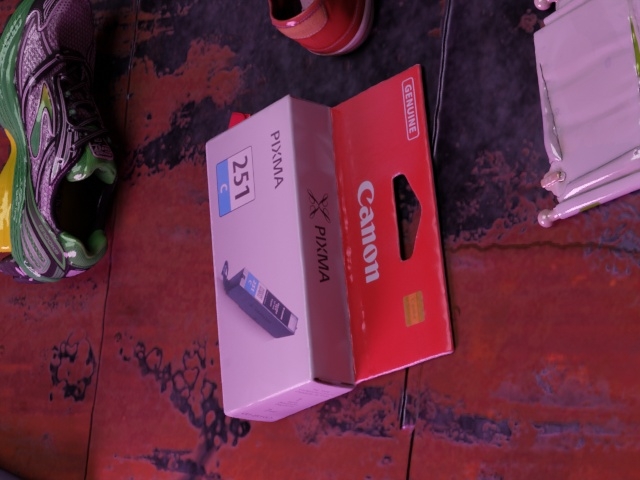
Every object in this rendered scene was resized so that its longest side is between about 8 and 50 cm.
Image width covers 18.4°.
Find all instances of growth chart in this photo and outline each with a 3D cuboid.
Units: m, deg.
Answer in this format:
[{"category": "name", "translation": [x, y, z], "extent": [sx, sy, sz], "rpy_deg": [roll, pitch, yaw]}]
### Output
[{"category": "growth chart", "translation": [0.247, -0.142, 1.698], "extent": [0.172, 0.021, 0.237], "rpy_deg": [-16, 68, 44]}]

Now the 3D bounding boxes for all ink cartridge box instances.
[{"category": "ink cartridge box", "translation": [0.000, 0.000, 1.905], "extent": [0.261, 0.066, 0.296], "rpy_deg": [-25, 62, 43]}]

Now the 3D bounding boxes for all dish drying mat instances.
[{"category": "dish drying mat", "translation": [-0.092, -0.093, 2.074], "extent": [0.032, 0.008, 0.083], "rpy_deg": [9, 87, 50]}]

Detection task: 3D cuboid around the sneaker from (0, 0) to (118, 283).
[{"category": "sneaker", "translation": [-0.279, -0.124, 2.221], "extent": [0.146, 0.134, 0.343], "rpy_deg": [-3, 87, 41]}]

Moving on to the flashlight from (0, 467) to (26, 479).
[{"category": "flashlight", "translation": [-0.387, 0.297, 2.232], "extent": [0.304, 0.103, 0.103], "rpy_deg": [17, 92, 50]}]

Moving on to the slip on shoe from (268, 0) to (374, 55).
[{"category": "slip on shoe", "translation": [-0.021, -0.348, 1.956], "extent": [0.123, 0.101, 0.331], "rpy_deg": [-15, 77, 33]}]
